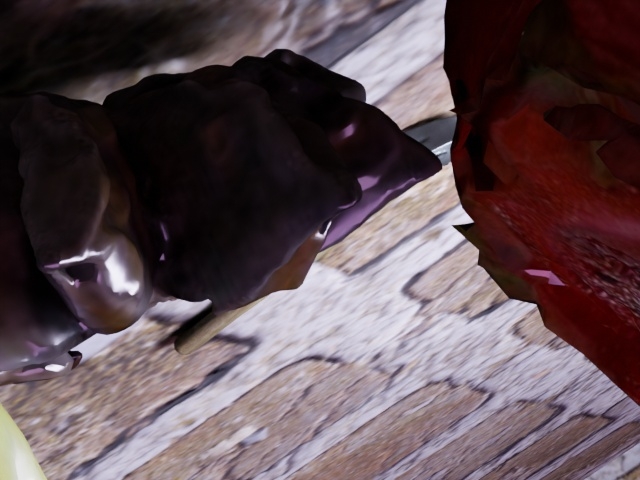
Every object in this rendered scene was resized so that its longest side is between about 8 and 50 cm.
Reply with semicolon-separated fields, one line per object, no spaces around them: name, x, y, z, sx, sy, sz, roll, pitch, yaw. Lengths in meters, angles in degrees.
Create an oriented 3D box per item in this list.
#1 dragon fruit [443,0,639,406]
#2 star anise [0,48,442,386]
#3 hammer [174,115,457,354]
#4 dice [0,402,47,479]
dragon fruit;0.194;-0.054;0.533;0.301;0.296;0.295;-30;162;-14
star anise;-0.078;-0.005;0.545;0.231;0.089;0.209;-17;178;-14
hammer;0.000;0.000;0.812;0.182;0.017;0.062;-37;161;20
dice;-0.174;0.155;0.629;0.166;0.169;0.169;-20;176;1
